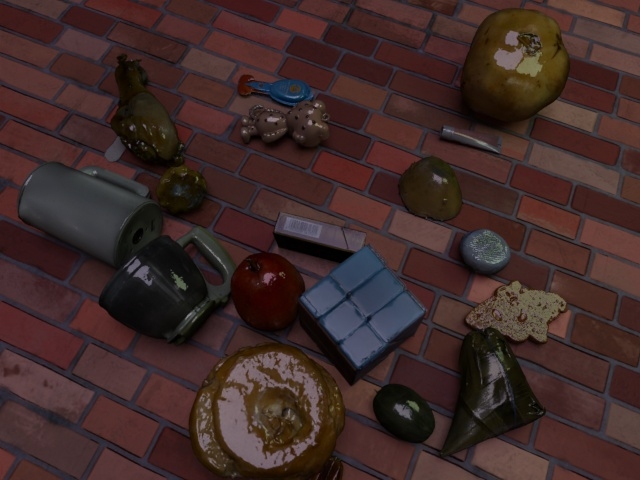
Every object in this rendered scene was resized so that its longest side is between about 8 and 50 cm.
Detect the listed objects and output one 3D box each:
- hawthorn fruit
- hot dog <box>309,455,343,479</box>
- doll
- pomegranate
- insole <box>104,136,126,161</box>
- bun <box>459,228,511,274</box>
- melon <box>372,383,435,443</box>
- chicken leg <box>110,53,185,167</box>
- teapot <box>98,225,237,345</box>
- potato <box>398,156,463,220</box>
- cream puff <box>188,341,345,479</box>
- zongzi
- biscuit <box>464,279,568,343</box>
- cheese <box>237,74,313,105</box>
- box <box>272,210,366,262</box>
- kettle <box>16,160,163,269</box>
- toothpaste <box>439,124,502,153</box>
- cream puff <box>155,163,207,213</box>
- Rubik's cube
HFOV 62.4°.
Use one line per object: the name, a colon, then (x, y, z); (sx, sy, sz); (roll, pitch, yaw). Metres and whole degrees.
hawthorn fruit: (-0.143, 0.113, 1.332); (0.197, 0.225, 0.196); (-10, 46, 11)
hot dog: (-0.006, 0.583, 1.210); (0.072, 0.055, 0.188); (27, 68, 14)
doll: (-0.107, -0.361, 1.621); (0.278, 0.119, 0.154); (3, 64, 11)
pomegranate: (0.577, -0.524, 1.601); (0.333, 0.332, 0.332); (0, 65, -1)
insole: (-0.604, -0.321, 1.643); (0.065, 0.004, 0.197); (21, 67, 8)
bun: (0.449, 0.035, 1.460); (0.141, 0.083, 0.140); (3, 56, -5)
melon: (0.194, 0.409, 1.262); (0.167, 0.114, 0.114); (37, 70, 15)
chicken leg: (-0.550, -0.409, 1.618); (0.201, 0.152, 0.429); (-11, 59, -25)
teapot: (-0.376, 0.131, 1.360); (0.239, 0.321, 0.239); (42, 111, 0)
potato: (0.330, -0.165, 1.533); (0.182, 0.117, 0.202); (-16, 66, -12)
cream puff: (-0.119, 0.400, 1.197); (0.343, 0.231, 0.327); (-29, 74, -20)
zongzi: (0.363, 0.360, 1.288); (0.274, 0.125, 0.250); (-22, 68, -4)
biscuit: (0.520, 0.196, 1.408); (0.280, 0.043, 0.183); (-12, 62, -2)
cheese: (-0.146, -0.490, 1.715); (0.256, 0.037, 0.106); (10, 64, 5)
box: (0.000, 0.000, 1.426); (0.240, 0.159, 0.071); (14, 73, 4)
kettle: (-0.602, -0.092, 1.432); (0.318, 0.205, 0.265); (21, 69, 11)
toothpaste: (0.471, -0.319, 1.648); (0.195, 0.043, 0.067); (13, 63, -2)
cream puff: (-0.399, -0.155, 1.516); (0.146, 0.146, 0.116); (-17, 28, -9)
Rubik's cube: (0.098, 0.189, 1.303); (0.231, 0.221, 0.224); (-36, 70, -16)
